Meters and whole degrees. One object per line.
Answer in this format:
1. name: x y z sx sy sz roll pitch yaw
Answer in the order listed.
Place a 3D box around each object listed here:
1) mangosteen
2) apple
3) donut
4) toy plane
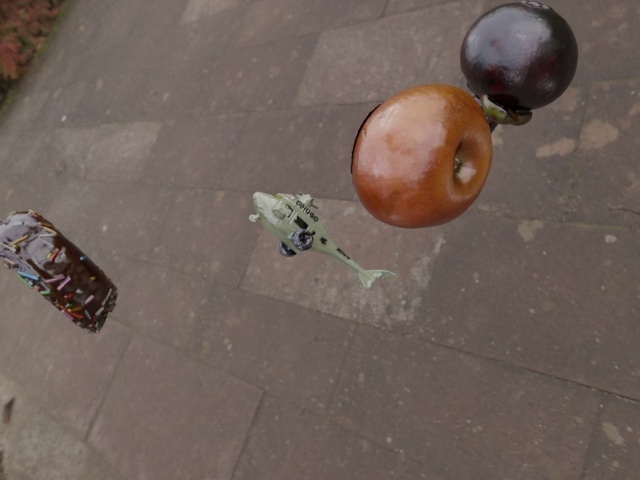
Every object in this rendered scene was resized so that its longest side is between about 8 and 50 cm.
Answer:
1. mangosteen: 0.386 -0.339 1.097 0.228 0.228 0.265 40 122 45
2. apple: 0.191 -0.148 0.991 0.272 0.252 0.206 -36 21 -27
3. donut: -0.413 0.047 0.854 0.235 0.235 0.089 18 59 45
4. toy plane: 0.000 0.000 0.967 0.108 0.286 0.092 -55 10 -22
